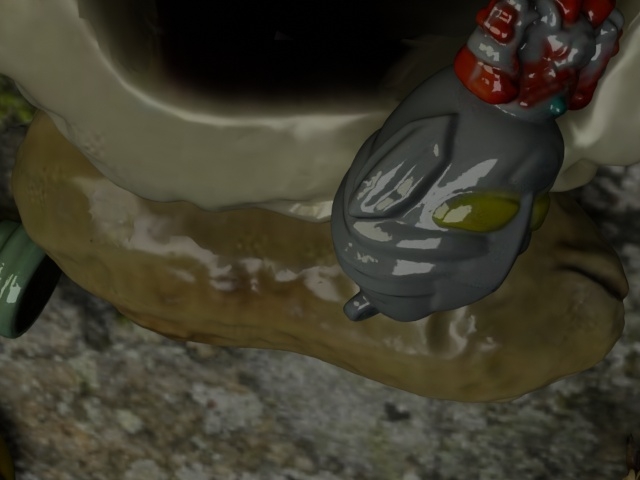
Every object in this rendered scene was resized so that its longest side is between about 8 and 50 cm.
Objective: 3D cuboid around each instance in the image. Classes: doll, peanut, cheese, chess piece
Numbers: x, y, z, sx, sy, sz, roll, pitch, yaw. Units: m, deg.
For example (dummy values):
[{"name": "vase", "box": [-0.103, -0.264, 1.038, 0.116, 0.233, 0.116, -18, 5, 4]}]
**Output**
[{"name": "doll", "box": [0.055, -0.036, 0.678, 0.079, 0.094, 0.180, 47, 120, 31]}, {"name": "peanut", "box": [0.000, 0.000, 0.885, 0.290, 0.130, 0.130, 15, 126, 4]}, {"name": "cheese", "box": [0.029, -0.158, 0.730, 0.332, 0.153, 0.292, 4, 124, 2]}, {"name": "chess piece", "box": [-0.186, 0.000, 0.977, 0.103, 0.067, 0.067, 27, 127, 7]}]

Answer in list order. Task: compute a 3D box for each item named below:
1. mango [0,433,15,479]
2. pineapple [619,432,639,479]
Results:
[{"name": "mango", "box": [-0.242, 0.095, 1.053, 0.187, 0.066, 0.101, 38, 117, -19]}, {"name": "pineapple", "box": [0.262, 0.242, 0.876, 0.352, 0.352, 0.300, -11, 130, 21]}]
